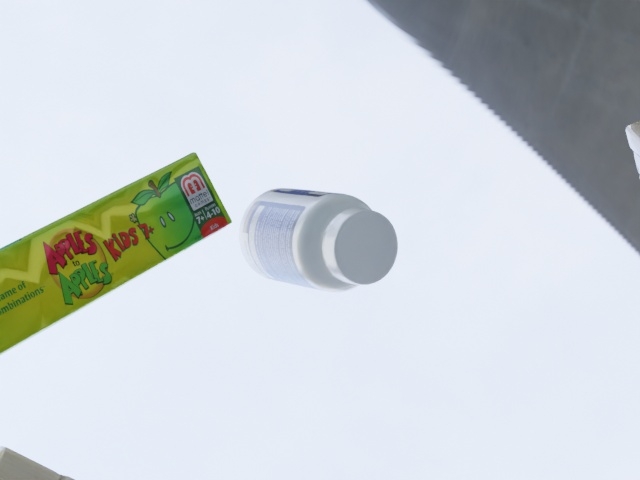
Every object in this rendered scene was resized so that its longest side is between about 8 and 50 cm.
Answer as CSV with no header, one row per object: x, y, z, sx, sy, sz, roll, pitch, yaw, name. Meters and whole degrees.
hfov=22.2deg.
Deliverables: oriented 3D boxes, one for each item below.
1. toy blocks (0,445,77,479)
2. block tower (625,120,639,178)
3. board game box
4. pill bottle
-0.012,0.242,0.473,0.309,0.288,0.260,28,-102,-13,toy blocks
0.288,0.075,1.042,0.091,0.097,0.335,-20,-64,-1,block tower
-0.137,0.018,0.792,0.092,0.181,0.043,-24,-84,43,board game box
0.000,0.000,1.105,0.067,0.120,0.067,-3,-84,-30,pill bottle
